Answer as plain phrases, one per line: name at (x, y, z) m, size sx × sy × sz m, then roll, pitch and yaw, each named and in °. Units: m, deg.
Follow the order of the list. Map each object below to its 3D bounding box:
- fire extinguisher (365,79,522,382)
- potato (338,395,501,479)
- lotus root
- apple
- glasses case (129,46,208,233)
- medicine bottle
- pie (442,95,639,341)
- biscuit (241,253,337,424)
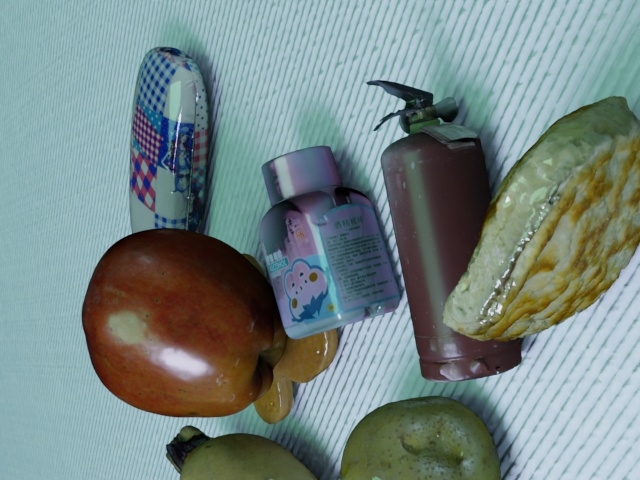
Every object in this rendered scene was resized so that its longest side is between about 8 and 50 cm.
fire extinguisher at (0.107, -0.014, 0.810) m, size 0.104 × 0.104 × 0.269 m, roll -8°, pitch 94°, yaw 54°
potato at (0.089, 0.244, 0.895) m, size 0.157 × 0.157 × 0.194 m, roll 55°, pitch 151°, yaw 28°
lotus root at (-0.098, 0.328, 1.135) m, size 0.310 × 0.182 × 0.183 m, roll 25°, pitch 119°, yaw 51°
apple at (-0.148, 0.096, 1.023) m, size 0.234 × 0.234 × 0.234 m, roll 20°, pitch 116°, yaw 49°
glasses case at (-0.208, -0.098, 1.231) m, size 0.125 × 0.076 × 0.328 m, roll 35°, pitch 127°, yaw 41°
medicine bottle at (0.000, 0.000, 0.965) m, size 0.119 × 0.094 × 0.188 m, roll -24°, pitch 81°, yaw 53°
pie at (0.169, -0.010, 0.665) m, size 0.084 × 0.178 × 0.205 m, roll 39°, pitch 123°, yaw 34°
biscuit at (-0.085, 0.125, 1.157) m, size 0.339 × 0.047 × 0.216 m, roll -23°, pitch 84°, yaw 49°
